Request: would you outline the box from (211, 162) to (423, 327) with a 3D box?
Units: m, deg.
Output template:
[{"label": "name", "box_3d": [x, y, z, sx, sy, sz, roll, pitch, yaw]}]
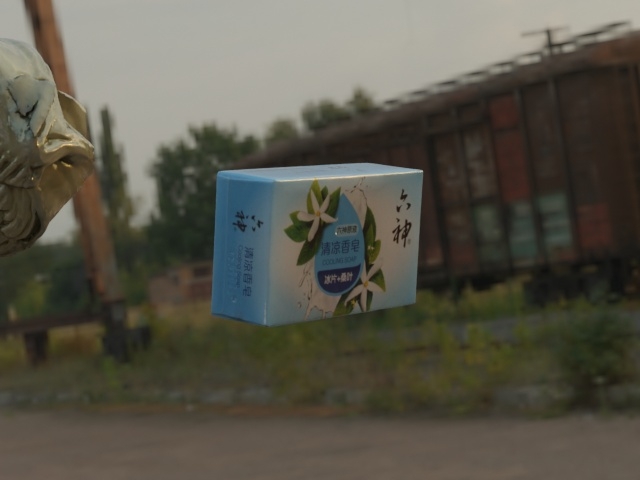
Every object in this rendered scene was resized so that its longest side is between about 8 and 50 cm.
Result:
[{"label": "box", "box_3d": [0.000, 0.000, 1.607, 0.083, 0.142, 0.232, 10, 10, 42]}]

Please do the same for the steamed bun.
[{"label": "steamed bun", "box_3d": [-0.316, -0.114, 1.675, 0.144, 0.218, 0.211, -30, -11, -43]}]
